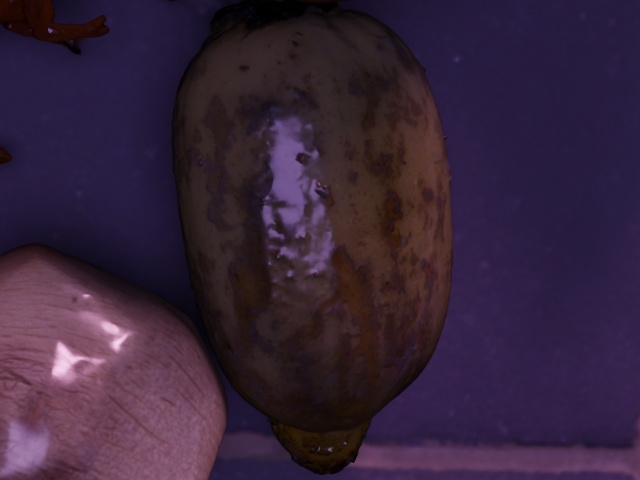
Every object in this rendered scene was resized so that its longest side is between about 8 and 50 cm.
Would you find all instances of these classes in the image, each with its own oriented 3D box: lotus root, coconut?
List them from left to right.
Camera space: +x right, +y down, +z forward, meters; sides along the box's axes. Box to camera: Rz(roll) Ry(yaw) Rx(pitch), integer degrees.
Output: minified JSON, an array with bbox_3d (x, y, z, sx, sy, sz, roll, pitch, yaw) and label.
[{"bbox_3d":[-0.172,0.110,0.708,0.224,0.224,0.224,-1,98,-8],"label":"coconut"},{"bbox_3d":[0.000,0.000,0.744,0.173,0.173,0.309,-10,103,-7],"label":"lotus root"}]

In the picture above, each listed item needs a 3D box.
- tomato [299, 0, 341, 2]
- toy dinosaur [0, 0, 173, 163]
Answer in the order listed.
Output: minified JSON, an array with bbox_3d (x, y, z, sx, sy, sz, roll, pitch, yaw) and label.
[{"bbox_3d":[0.029,-0.295,0.634,0.273,0.341,0.341,-25,105,-49],"label":"tomato"},{"bbox_3d":[-0.264,-0.127,0.691,0.432,0.097,0.208,-3,97,-20],"label":"toy dinosaur"}]
